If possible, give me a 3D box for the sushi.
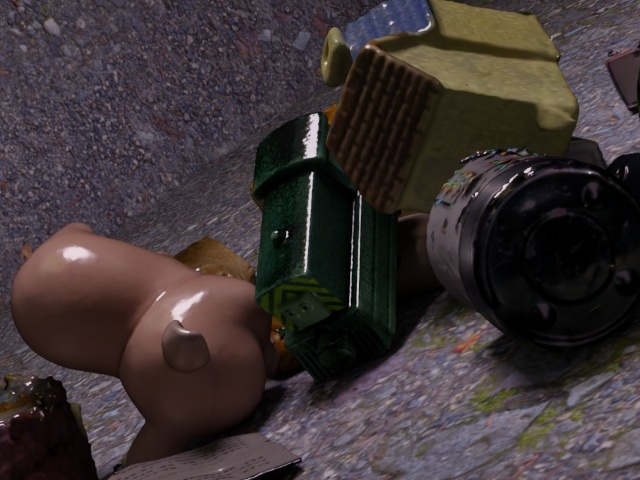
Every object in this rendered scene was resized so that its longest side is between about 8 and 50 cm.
[{"bbox_3d":[-0.387,0.273,1.934,0.236,0.170,0.270,-38,16,-36],"label":"sushi"}]

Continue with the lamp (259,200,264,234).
[{"bbox_3d":[-0.031,-0.022,2.104,0.118,0.253,0.118,-6,27,3],"label":"lamp"}]

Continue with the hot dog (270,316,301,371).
[{"bbox_3d":[-0.064,0.119,2.032,0.100,0.068,0.249,-36,12,-21],"label":"hot dog"}]

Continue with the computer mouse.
[{"bbox_3d":[0.096,0.024,2.011,0.236,0.082,0.145,-16,19,47],"label":"computer mouse"}]

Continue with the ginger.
[{"bbox_3d":[-0.193,0.098,2.304,0.221,0.130,0.276,-46,12,-26],"label":"ginger"}]

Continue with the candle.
[{"bbox_3d":[0.207,-0.003,1.609,0.187,0.187,0.330,-31,11,-5],"label":"candle"}]

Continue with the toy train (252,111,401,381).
[{"bbox_3d":[0.000,0.000,1.884,0.138,0.178,0.330,-28,40,30],"label":"toy train"}]

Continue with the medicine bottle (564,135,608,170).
[{"bbox_3d":[0.286,-0.095,2.048,0.115,0.078,0.219,-26,12,-6],"label":"medicine bottle"}]

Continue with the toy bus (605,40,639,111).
[{"bbox_3d":[0.539,-0.284,2.211,0.274,0.090,0.112,-26,6,14],"label":"toy bus"}]

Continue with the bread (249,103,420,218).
[{"bbox_3d":[0.089,-0.100,2.240,0.279,0.207,0.279,-21,14,37],"label":"bread"}]

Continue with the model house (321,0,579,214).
[{"bbox_3d":[0.133,-0.146,1.886,0.321,0.266,0.261,-101,25,-57],"label":"model house"}]

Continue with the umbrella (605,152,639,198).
[{"bbox_3d":[0.345,-0.067,1.817,0.248,0.071,0.071,-37,13,-27],"label":"umbrella"}]

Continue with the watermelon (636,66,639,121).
[{"bbox_3d":[0.472,-0.222,2.008,0.159,0.128,0.303,-20,16,39],"label":"watermelon"}]

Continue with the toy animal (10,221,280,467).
[{"bbox_3d":[-0.207,0.107,1.868,0.269,0.326,0.237,-97,24,-51],"label":"toy animal"}]

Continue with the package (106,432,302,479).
[{"bbox_3d":[-0.156,0.267,1.661,0.251,0.062,0.204,-29,12,-13],"label":"package"}]
